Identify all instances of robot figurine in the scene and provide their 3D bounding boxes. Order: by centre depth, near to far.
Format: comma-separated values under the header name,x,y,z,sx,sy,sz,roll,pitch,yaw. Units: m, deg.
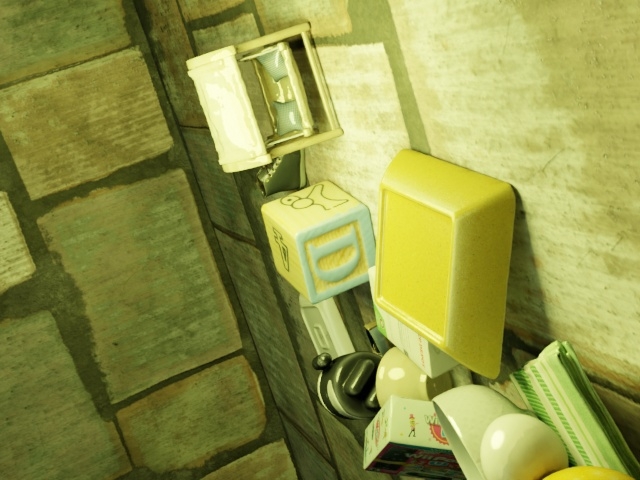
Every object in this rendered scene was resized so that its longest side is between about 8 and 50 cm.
name,x,y,z,sx,sy,sz,roll,pitch,yaw
robot figurine,0.093,0.371,2.100,0.278,0.173,0.209,139,114,-71

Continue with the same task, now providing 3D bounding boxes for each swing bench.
name,x,y,z,sx,sy,sz,roll,pitch,yaw
swing bench,-0.125,-0.306,1.764,0.165,0.254,0.253,16,127,67

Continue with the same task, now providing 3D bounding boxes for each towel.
name,x,y,z,sx,sy,sz,roll,pitch,yaw
towel,0.390,0.285,1.251,0.248,0.038,0.325,63,174,15

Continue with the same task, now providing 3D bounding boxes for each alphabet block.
name,x,y,z,sx,sy,sz,roll,pitch,yaw
alphabet block,0.000,0.000,1.885,0.197,0.192,0.194,41,147,56

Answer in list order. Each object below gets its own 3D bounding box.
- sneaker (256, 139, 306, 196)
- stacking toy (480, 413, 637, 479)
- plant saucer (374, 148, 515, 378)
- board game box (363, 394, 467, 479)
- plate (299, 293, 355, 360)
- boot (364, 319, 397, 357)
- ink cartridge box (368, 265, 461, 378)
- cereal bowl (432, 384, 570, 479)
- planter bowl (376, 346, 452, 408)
name,x,y,z,sx,sy,sz,roll,pitch,yaw
sneaker,-0.107,-0.207,2.051,0.083,0.118,0.222,47,154,47
stacking toy,0.356,0.398,1.002,0.480,0.350,0.351,-120,18,-46
plant saucer,0.188,0.034,1.410,0.333,0.080,0.333,32,126,58
board game box,0.222,0.417,1.684,0.303,0.223,0.098,104,174,-62
plate,0.018,0.276,2.399,0.277,0.045,0.278,68,162,-1
boot,0.165,0.253,1.846,0.082,0.106,0.219,32,140,61
ink cartridge box,0.196,0.152,1.658,0.219,0.092,0.160,40,146,54
cereal bowl,0.327,0.386,1.368,0.339,0.141,0.339,62,178,4
planter bowl,0.212,0.306,1.740,0.109,0.162,0.162,-8,106,43
